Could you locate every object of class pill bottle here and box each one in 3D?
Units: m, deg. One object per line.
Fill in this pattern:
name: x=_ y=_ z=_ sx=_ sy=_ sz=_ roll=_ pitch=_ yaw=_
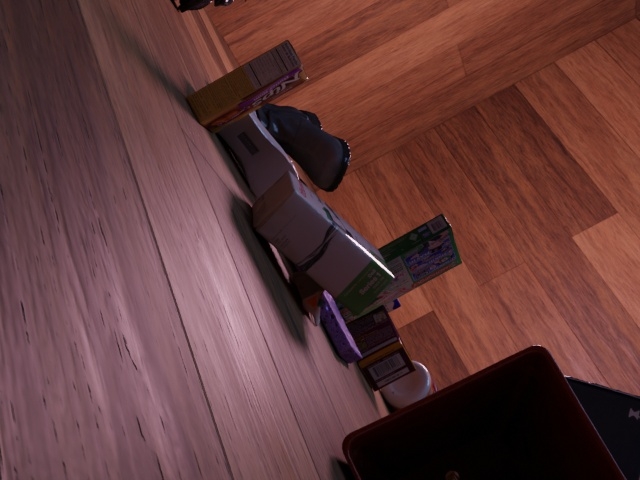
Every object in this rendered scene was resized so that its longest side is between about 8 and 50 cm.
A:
pill bottle: x=0.233 y=0.390 z=1.891 sx=0.221 sy=0.121 sz=0.121 roll=58 pitch=5 yaw=-45

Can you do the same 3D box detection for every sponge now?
sponge: x=0.012 y=0.126 z=1.477 sx=0.210 sy=0.031 sz=0.117 roll=63 pitch=4 yaw=23

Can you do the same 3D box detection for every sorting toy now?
sorting toy: x=-0.014 y=0.101 z=1.319 sx=0.083 sy=0.045 sz=0.075 roll=-113 pitch=-167 yaw=-57

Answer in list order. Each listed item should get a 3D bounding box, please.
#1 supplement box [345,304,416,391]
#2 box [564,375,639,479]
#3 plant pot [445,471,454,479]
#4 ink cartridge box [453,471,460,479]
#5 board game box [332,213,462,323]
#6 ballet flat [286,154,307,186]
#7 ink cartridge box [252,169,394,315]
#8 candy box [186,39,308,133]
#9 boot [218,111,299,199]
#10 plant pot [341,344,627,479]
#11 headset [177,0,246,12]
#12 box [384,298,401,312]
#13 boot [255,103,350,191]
supplement box: x=0.128 y=0.233 z=1.736 sx=0.080 sy=0.104 sz=0.188 roll=61 pitch=3 yaw=-23
box: x=0.579 y=0.608 z=1.893 sx=0.472 sy=0.298 sz=0.479 roll=57 pitch=49 yaw=-66
plant pot: x=0.362 y=0.542 z=1.980 sx=0.237 sy=0.237 sz=0.254 roll=61 pitch=18 yaw=-17
ink cartridge box: x=0.342 y=0.483 z=1.379 sx=0.223 sy=0.129 sz=0.307 roll=47 pitch=-35 yaw=49
board game box: x=0.170 y=0.074 z=1.840 sx=0.046 sy=0.317 sz=0.213 roll=62 pitch=3 yaw=28
ballet flat: x=-0.081 y=-0.114 z=1.706 sx=0.241 sy=0.091 sz=0.077 roll=-106 pitch=-159 yaw=-54
ink cartridge box: x=0.000 y=0.000 z=1.280 sx=0.219 sy=0.092 sz=0.160 roll=42 pitch=8 yaw=-16
candy box: x=-0.115 y=-0.247 z=1.282 sx=0.053 sy=0.187 sz=0.109 roll=62 pitch=3 yaw=3
boot: x=-0.119 y=-0.180 z=1.450 sx=0.258 sy=0.095 sz=0.123 roll=59 pitch=11 yaw=-27
plant pot: x=0.199 y=0.325 z=0.960 sx=0.235 sy=0.267 sz=0.267 roll=85 pitch=-21 yaw=-67
headset: x=-0.306 y=-0.670 z=1.903 sx=0.394 sy=0.185 sz=0.243 roll=50 pitch=-4 yaw=37
box: x=0.139 y=0.168 z=2.146 sx=0.072 sy=0.137 sz=0.126 roll=63 pitch=4 yaw=18
boot: x=-0.086 y=-0.222 z=1.687 sx=0.223 sy=0.118 sz=0.338 roll=18 pitch=17 yaw=-29
